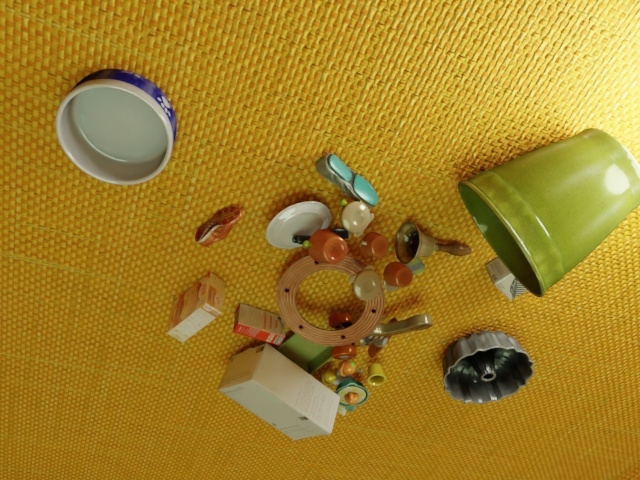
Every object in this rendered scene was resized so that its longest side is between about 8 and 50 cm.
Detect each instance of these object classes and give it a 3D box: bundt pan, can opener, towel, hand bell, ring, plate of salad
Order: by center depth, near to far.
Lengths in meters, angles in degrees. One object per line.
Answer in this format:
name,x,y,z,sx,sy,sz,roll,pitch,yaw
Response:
plate of salad,-0.065,-0.048,1.480,0.199,0.048,0.200,-17,145,-13
can opener,0.000,0.000,1.508,0.186,0.059,0.073,0,88,-30
hand bell,0.360,0.022,1.559,0.242,0.126,0.126,8,128,-26
ring,0.032,0.183,1.595,0.336,0.032,0.337,2,114,5
towel,0.296,0.078,1.639,0.060,0.009,0.083,-28,125,16
bundt pan,0.596,0.451,1.879,0.330,0.124,0.331,-2,129,-3

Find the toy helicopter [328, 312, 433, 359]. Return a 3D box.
toy helicopter,0.212,0.315,1.732,0.355,0.140,0.235,-18,150,24

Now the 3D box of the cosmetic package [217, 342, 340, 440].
cosmetic package,-0.142,0.544,1.826,0.385,0.156,0.217,39,135,-22

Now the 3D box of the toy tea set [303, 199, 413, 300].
toy tea set,0.109,0.046,1.457,0.200,0.124,0.336,-46,113,-11

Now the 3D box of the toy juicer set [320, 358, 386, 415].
toy juicer set,0.081,0.566,1.919,0.209,0.089,0.329,21,124,-19

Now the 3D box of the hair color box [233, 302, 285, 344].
hair color box,-0.202,0.280,1.709,0.167,0.093,0.053,19,125,-17

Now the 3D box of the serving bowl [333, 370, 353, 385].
serving bowl,0.081,0.519,1.957,0.083,0.027,0.083,-2,128,-3

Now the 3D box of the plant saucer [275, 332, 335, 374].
plant saucer,-0.057,0.388,1.834,0.188,0.045,0.188,34,119,-26

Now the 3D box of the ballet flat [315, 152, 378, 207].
ballet flat,0.072,-0.160,1.413,0.213,0.072,0.068,39,144,-28

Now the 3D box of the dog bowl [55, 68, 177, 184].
dog bowl,-0.490,-0.273,1.250,0.264,0.104,0.265,-2,129,-3

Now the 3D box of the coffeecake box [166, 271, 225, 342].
coffeecake box,-0.388,0.208,1.608,0.185,0.142,0.068,-37,122,22

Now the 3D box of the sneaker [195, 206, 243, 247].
sneaker,-0.286,-0.040,1.485,0.175,0.064,0.067,-30,144,24

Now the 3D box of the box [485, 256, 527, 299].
box,0.668,0.062,1.599,0.275,0.094,0.113,-38,121,24

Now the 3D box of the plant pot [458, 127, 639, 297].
plant pot,0.614,-0.101,1.340,0.353,0.366,0.366,-34,124,6
